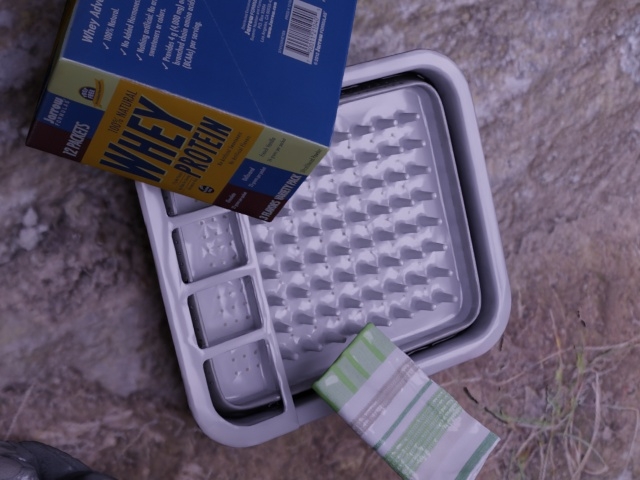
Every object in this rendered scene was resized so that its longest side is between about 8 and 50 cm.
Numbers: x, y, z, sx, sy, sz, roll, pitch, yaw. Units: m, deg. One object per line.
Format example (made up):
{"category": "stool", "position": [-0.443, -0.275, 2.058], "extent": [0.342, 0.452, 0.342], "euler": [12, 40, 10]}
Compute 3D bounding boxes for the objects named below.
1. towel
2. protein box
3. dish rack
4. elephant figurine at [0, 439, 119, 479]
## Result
{"category": "towel", "position": [0.073, 0.143, 1.205], "extent": [0.152, 0.023, 0.113], "euler": [44, 35, 2]}
{"category": "protein box", "position": [-0.093, -0.153, 1.115], "extent": [0.201, 0.136, 0.200], "euler": [17, 62, -14]}
{"category": "dish rack", "position": [0.000, 0.000, 1.271], "extent": [0.332, 0.072, 0.286], "euler": [-18, 100, -27]}
{"category": "elephant figurine", "position": [-0.240, 0.284, 1.123], "extent": [0.240, 0.186, 0.169], "euler": [-68, 162, 2]}
